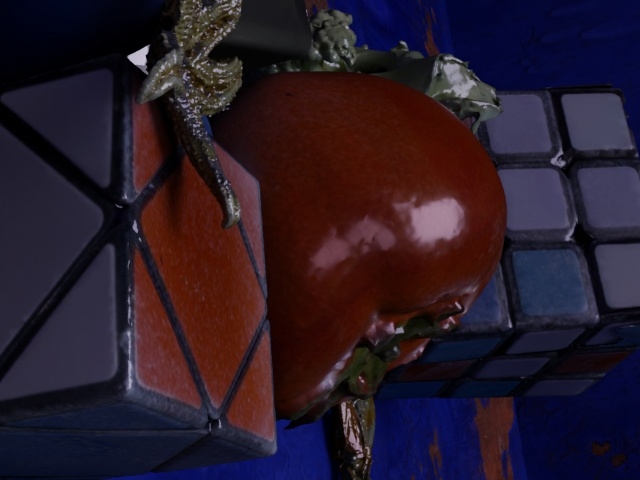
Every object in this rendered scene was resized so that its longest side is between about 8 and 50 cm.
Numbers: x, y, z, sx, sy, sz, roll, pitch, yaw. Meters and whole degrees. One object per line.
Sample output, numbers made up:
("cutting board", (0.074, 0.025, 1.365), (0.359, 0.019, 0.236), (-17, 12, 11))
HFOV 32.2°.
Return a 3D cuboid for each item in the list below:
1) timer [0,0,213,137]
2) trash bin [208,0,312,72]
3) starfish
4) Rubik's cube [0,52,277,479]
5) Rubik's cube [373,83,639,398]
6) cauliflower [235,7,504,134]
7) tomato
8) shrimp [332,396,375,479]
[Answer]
("timer", (-0.166, -0.152, 0.789), (0.383, 0.270, 0.270), (78, 12, -52))
("trash bin", (-0.131, -0.216, 1.025), (0.240, 0.164, 0.122), (-21, 99, -69))
("starfish", (-0.071, -0.118, 0.632), (0.208, 0.053, 0.176), (-85, 173, -56))
("Rubik's cube", (-0.161, 0.036, 0.696), (0.205, 0.205, 0.207), (41, 40, -63))
("Rubik's cube", (0.239, 0.020, 1.547), (0.359, 0.363, 0.362), (109, -25, -68))
("cauliflower", (0.020, -0.165, 1.285), (0.260, 0.281, 0.327), (34, 34, -27))
("tomato", (0.000, 0.000, 1.038), (0.272, 0.341, 0.341), (56, 10, 20))
("shrimp", (0.037, 0.230, 1.446), (0.115, 0.051, 0.217), (48, 35, -47))
